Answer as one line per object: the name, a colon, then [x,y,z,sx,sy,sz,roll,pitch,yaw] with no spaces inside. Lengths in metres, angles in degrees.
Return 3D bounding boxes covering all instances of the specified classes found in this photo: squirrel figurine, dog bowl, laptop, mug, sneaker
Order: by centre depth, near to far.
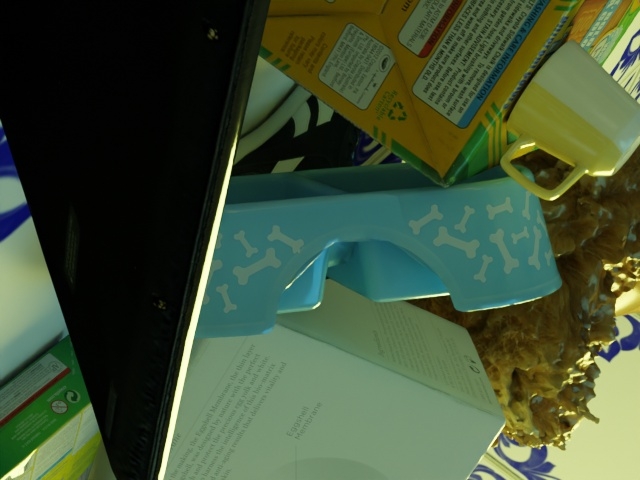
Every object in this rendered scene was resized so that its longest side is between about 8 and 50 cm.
laptop: [0.002,-0.193,0.603,0.236,0.408,0.382,-11,148,-19]
mug: [0.143,-0.062,0.976,0.078,0.064,0.062,-56,168,20]
dog bowl: [0.000,0.000,1.052,0.166,0.297,0.074,-155,-120,-72]
sneaker: [0.009,-0.041,1.217,0.217,0.121,0.079,-43,164,-37]
squirrel figurine: [0.116,0.044,1.491,0.370,0.281,0.397,-35,-176,-3]

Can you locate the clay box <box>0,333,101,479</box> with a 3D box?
clay box: [-0.210,0.175,1.163,0.127,0.053,0.222,-41,163,-43]

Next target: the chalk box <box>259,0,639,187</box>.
chalk box: [0.101,-0.168,1.089,0.180,0.179,0.289,-59,165,22]

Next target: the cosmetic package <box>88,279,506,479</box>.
cosmetic package: [-0.029,0.140,1.263,0.224,0.224,0.138,-58,-158,19]
